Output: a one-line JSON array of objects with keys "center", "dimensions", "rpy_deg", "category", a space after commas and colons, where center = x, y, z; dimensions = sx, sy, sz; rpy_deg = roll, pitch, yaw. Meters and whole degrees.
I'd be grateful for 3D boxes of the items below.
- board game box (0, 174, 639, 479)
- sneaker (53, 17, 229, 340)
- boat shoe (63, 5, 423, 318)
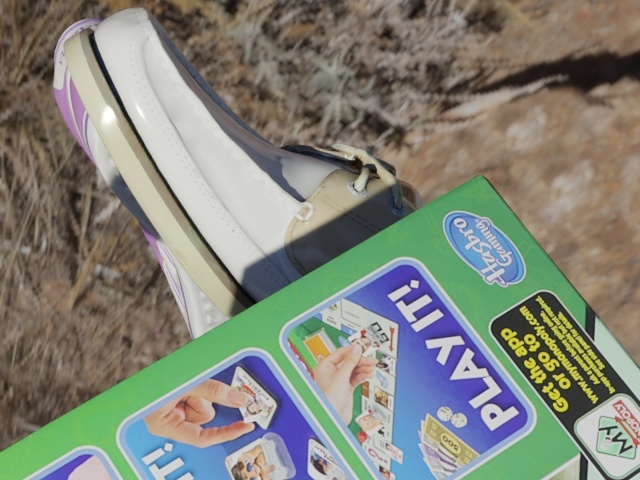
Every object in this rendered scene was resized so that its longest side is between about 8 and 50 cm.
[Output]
[{"center": [0.044, 0.158, 0.344], "dimensions": [0.213, 0.046, 0.317], "rpy_deg": [-30, 68, -18], "category": "board game box"}, {"center": [-0.076, -0.022, 0.938], "dimensions": [0.102, 0.161, 0.282], "rpy_deg": [-32, 127, -10], "category": "sneaker"}, {"center": [0.000, 0.000, 0.709], "dimensions": [0.103, 0.113, 0.302], "rpy_deg": [-33, 119, 8], "category": "boat shoe"}]
